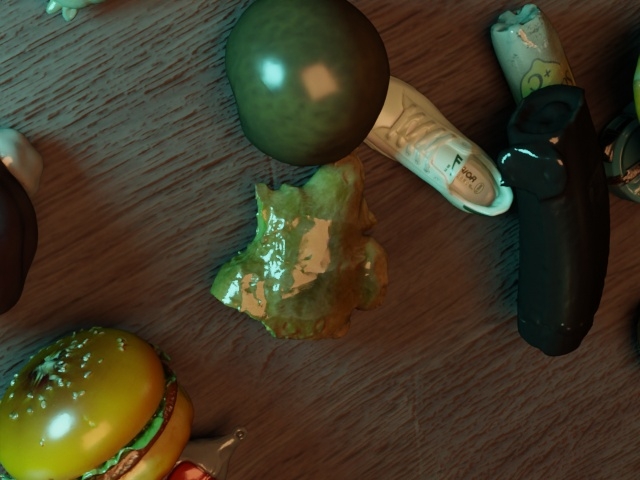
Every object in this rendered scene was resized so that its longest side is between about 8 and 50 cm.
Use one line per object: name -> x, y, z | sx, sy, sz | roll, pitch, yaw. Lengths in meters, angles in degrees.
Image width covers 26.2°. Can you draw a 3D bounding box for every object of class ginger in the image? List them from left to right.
ginger -> 0.000, 0.000, 1.713 | 0.219, 0.123, 0.270 | 30, 97, -18

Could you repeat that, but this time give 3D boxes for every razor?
razor -> 0.304, -0.024, 1.747 | 0.107, 0.189, 0.326 | 5, 126, 24

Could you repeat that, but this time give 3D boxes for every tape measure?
tape measure -> 0.438, -0.114, 1.848 | 0.146, 0.081, 0.125 | -43, 113, -9

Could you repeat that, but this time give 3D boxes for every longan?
longan -> -0.016, -0.193, 1.635 | 0.198, 0.198, 0.212 | 2, 98, -18

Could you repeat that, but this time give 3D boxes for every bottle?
bottle -> 0.301, -0.177, 1.793 | 0.083, 0.083, 0.269 | -33, 117, -8

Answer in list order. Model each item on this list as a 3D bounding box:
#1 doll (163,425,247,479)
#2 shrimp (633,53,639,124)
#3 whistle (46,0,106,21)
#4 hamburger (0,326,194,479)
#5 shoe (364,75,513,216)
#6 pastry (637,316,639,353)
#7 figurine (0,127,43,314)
doll -> -0.180, 0.312, 1.755 | 0.227, 0.075, 0.102 | -44, 125, 6
shrimp -> 0.544, -0.134, 1.844 | 0.445, 0.085, 0.272 | 39, 55, -35
whistle -> -0.227, -0.338, 1.585 | 0.253, 0.105, 0.101 | -29, 150, -10
hamburger -> -0.278, 0.203, 1.614 | 0.246, 0.246, 0.170 | -37, 123, -6
shoe -> 0.143, -0.120, 1.742 | 0.265, 0.110, 0.095 | 35, 91, -24
pastry -> 0.512, 0.130, 1.922 | 0.166, 0.088, 0.165 | -3, 102, -16
figurine -> -0.492, 0.021, 1.567 | 0.365, 0.206, 0.218 | -19, 85, 13
